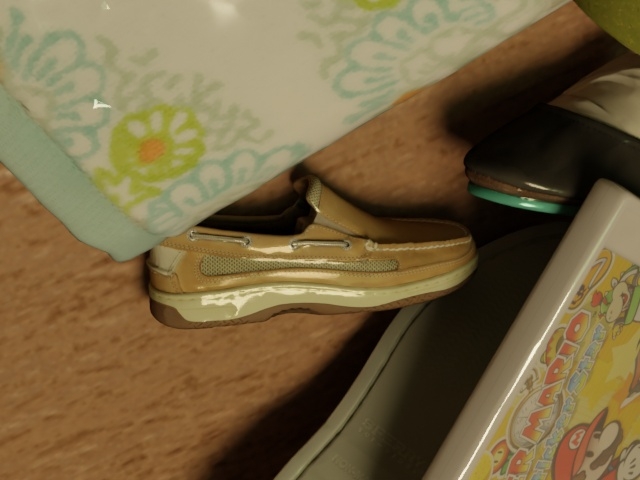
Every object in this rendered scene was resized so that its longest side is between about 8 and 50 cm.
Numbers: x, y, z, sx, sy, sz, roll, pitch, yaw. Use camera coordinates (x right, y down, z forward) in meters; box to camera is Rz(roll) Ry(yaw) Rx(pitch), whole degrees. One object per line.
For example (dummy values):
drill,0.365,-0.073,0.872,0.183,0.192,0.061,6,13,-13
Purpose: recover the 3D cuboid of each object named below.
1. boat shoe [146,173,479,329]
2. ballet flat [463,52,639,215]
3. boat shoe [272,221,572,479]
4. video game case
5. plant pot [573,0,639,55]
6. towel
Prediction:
boat shoe,0.000,0.000,0.815,0.190,0.068,0.072,-8,107,-23
ballet flat,0.195,-0.055,0.873,0.280,0.095,0.096,7,102,-40
boat shoe,0.061,0.110,0.887,0.302,0.114,0.091,-40,165,-13
video game case,0.158,0.096,0.846,0.206,0.026,0.227,23,99,-47
plant pot,0.241,-0.227,0.722,0.274,0.275,0.293,7,128,-29
towel,-0.061,-0.188,0.597,0.320,0.090,0.374,-28,126,16
